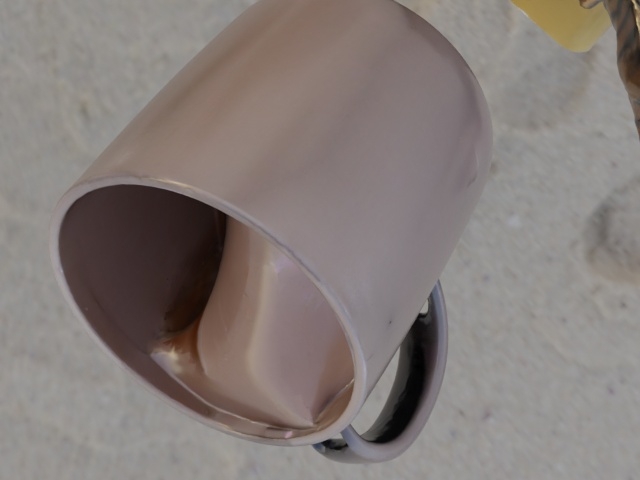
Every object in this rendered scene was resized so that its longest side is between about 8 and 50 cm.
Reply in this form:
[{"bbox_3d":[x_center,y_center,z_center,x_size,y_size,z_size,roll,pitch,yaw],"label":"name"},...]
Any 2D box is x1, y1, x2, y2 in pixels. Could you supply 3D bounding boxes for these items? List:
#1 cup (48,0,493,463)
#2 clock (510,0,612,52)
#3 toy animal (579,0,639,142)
[{"bbox_3d":[0.000,0.000,1.075,0.253,0.191,0.200,57,48,-25],"label":"cup"},{"bbox_3d":[0.230,-0.301,1.250,0.200,0.317,0.244,44,59,-4],"label":"clock"},{"bbox_3d":[0.199,-0.113,1.120,0.114,0.255,0.116,-32,149,26],"label":"toy animal"}]
